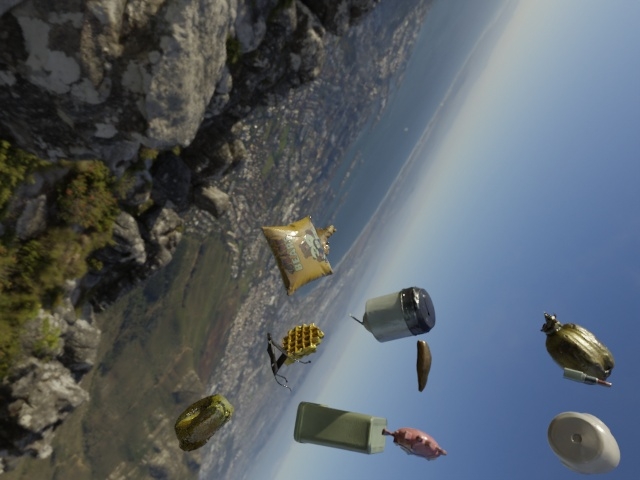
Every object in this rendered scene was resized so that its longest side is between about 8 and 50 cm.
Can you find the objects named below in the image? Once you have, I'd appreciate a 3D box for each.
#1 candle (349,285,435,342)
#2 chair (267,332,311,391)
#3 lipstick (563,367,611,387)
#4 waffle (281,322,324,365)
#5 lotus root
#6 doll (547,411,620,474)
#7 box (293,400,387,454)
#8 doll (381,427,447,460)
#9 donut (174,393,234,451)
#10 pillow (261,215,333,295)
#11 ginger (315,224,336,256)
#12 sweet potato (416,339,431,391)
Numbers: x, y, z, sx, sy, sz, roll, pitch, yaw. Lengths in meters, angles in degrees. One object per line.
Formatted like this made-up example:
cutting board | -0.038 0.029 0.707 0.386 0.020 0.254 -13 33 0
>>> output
candle | 0.332 0.346 1.995 0.343 0.221 0.221 -20 -169 25
chair | -0.166 0.488 1.797 0.149 0.213 0.174 -52 -169 -6
lipstick | 0.698 0.362 1.142 0.025 0.107 0.025 42 63 -51
waffle | -0.081 0.477 2.120 0.219 0.057 0.229 -28 -156 11
lotus root | 0.841 0.356 1.464 0.154 0.278 0.154 -34 155 -19
doll | 0.970 0.755 1.621 0.251 0.221 0.221 15 -109 54
box | 0.103 0.868 2.014 0.352 0.345 0.177 49 47 -59
doll | 0.373 0.810 1.753 0.211 0.262 0.093 79 30 -51
donut | -0.516 0.773 1.902 0.272 0.107 0.272 -26 -167 6
pillow | -0.094 0.055 1.921 0.119 0.309 0.313 -23 177 43
ginger | -0.005 0.000 2.355 0.074 0.138 0.213 86 22 -70
sweet potato | 0.499 0.605 2.101 0.077 0.077 0.243 75 15 -77
